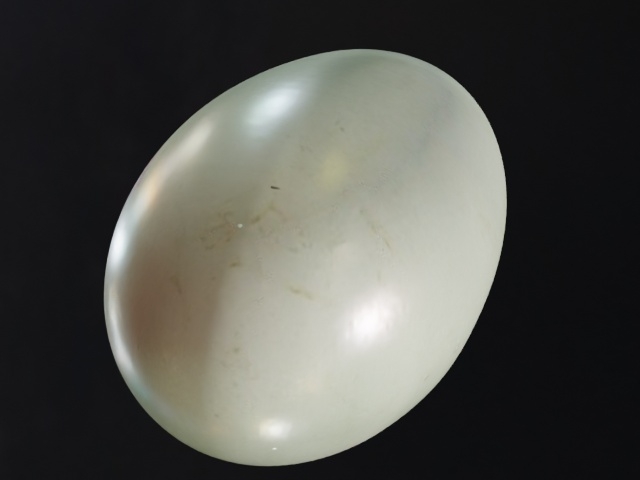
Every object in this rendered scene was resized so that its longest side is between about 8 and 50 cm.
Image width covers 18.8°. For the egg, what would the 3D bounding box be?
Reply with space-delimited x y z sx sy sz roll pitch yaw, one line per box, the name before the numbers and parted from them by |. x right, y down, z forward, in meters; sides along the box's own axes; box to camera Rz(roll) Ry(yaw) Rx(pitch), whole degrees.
egg | 0.000 0.000 1.243 0.230 0.371 0.230 11 -59 19
